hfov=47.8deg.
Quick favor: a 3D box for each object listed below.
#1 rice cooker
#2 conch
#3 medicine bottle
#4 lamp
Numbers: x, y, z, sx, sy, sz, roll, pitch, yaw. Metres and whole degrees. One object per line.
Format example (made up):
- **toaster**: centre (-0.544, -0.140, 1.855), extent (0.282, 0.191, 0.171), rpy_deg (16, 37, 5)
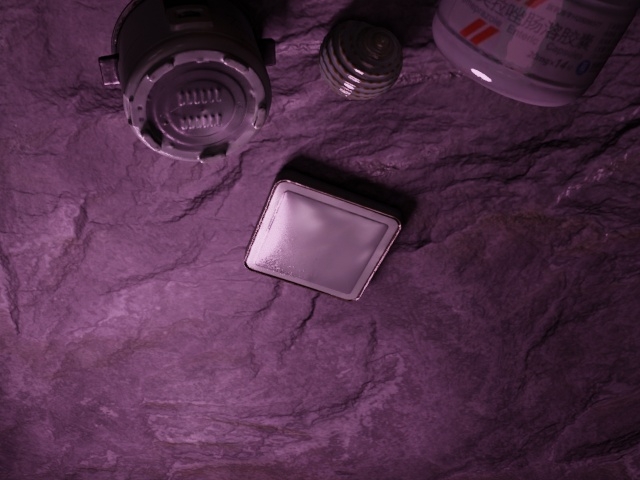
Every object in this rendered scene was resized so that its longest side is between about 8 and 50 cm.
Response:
- **rice cooker**: centre (-0.203, -0.269, 1.141), extent (0.280, 0.227, 0.241), rpy_deg (-11, 137, -9)
- **conch**: centre (0.057, -0.286, 1.171), extent (0.135, 0.102, 0.153), rpy_deg (41, 127, -7)
- **medicine bottle**: centre (0.311, -0.363, 0.959), extent (0.245, 0.245, 0.306), rpy_deg (18, 125, -7)
- **lamp**: centre (0.000, 0.000, 1.470), extent (0.266, 0.047, 0.269), rpy_deg (20, 132, -8)
